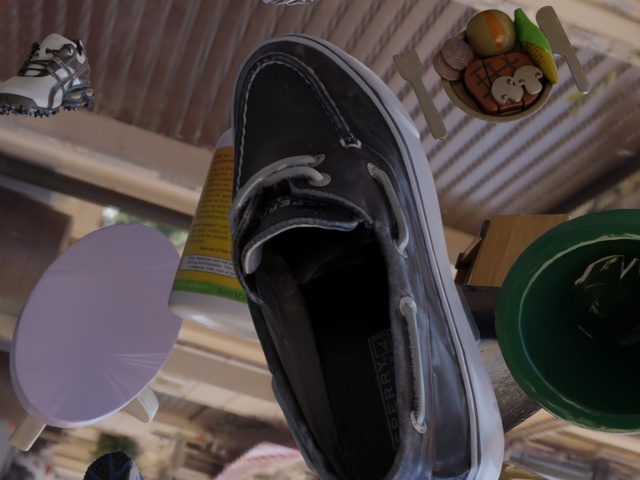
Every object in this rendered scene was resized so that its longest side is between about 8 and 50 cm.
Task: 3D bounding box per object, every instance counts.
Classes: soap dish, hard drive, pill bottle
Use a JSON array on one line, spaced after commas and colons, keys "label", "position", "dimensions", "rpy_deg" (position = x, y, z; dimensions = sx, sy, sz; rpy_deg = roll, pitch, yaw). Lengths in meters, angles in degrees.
[{"label": "soap dish", "position": [0.212, 0.095, 1.295], "dimensions": [0.291, 0.118, 0.228], "rpy_deg": [94, 16, -79]}, {"label": "hard drive", "position": [0.130, 0.124, 0.942], "dimensions": [0.254, 0.172, 0.054], "rpy_deg": [126, -38, -49]}, {"label": "pill bottle", "position": [-0.051, -0.030, 1.041], "dimensions": [0.136, 0.136, 0.245], "rpy_deg": [149, -42, -73]}]

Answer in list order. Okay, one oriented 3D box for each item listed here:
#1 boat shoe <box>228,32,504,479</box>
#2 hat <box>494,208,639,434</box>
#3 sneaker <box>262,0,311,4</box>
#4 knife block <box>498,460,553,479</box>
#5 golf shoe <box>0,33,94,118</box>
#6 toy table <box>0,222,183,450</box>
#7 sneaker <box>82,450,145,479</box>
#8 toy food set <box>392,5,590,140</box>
[{"label": "boat shoe", "position": [0.000, 0.000, 0.549], "dimensions": [0.108, 0.102, 0.301], "rpy_deg": [-28, -121, 23]}, {"label": "hat", "position": [0.232, 0.036, 0.830], "dimensions": [0.173, 0.208, 0.183], "rpy_deg": [-31, -163, 20]}, {"label": "sneaker", "position": [-0.009, -0.423, 1.413], "dimensions": [0.279, 0.107, 0.118], "rpy_deg": [130, -45, -53]}, {"label": "knife block", "position": [0.140, 0.314, 1.137], "dimensions": [0.276, 0.242, 0.088], "rpy_deg": [-171, -105, -65]}, {"label": "golf shoe", "position": [-0.326, -0.192, 1.229], "dimensions": [0.198, 0.077, 0.093], "rpy_deg": [-57, 152, -73]}, {"label": "toy table", "position": [-0.283, 0.123, 1.295], "dimensions": [0.274, 0.252, 0.161], "rpy_deg": [-49, -176, -38]}, {"label": "sneaker", "position": [-0.220, 0.330, 1.103], "dimensions": [0.081, 0.080, 0.211], "rpy_deg": [56, 40, -45]}, {"label": "toy food set", "position": [0.188, -0.188, 1.140], "dimensions": [0.038, 0.192, 0.132], "rpy_deg": [92, -23, -69]}]
